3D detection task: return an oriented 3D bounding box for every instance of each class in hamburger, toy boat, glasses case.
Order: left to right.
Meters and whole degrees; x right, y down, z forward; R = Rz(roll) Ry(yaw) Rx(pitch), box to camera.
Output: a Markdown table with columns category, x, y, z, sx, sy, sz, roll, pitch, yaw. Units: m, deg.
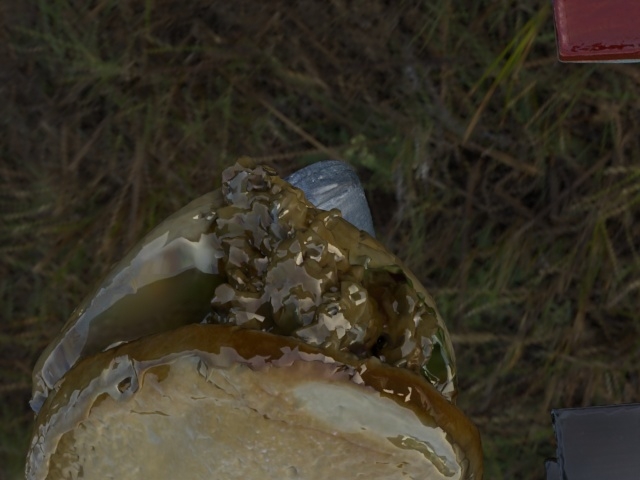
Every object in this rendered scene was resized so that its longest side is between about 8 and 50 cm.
| category | x | y | z | sx | sy | sz | roll | pitch | yaw |
| --- | --- | --- | --- | --- | --- | --- | --- | --- | --- |
| hamburger | -0.038 | 0.099 | 0.693 | 0.243 | 0.146 | 0.286 | -6 | 126 | -1 |
| glasses case | 0.000 | 0.000 | 1.277 | 0.067 | 0.109 | 0.282 | 60 | 175 | 21 |
| toy boat | 0.478 | -0.316 | 1.693 | 0.332 | 0.133 | 0.145 | -6 | 94 | 22 |

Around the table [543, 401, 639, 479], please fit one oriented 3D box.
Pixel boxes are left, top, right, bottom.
| category | x | y | z | sx | sy | sz | roll | pitch | yaw |
| --- | --- | --- | --- | --- | --- | --- | --- | --- | --- |
| table | 0.323 | 0.234 | 0.976 | 0.282 | 0.196 | 0.250 | -4 | 161 | 6 |
